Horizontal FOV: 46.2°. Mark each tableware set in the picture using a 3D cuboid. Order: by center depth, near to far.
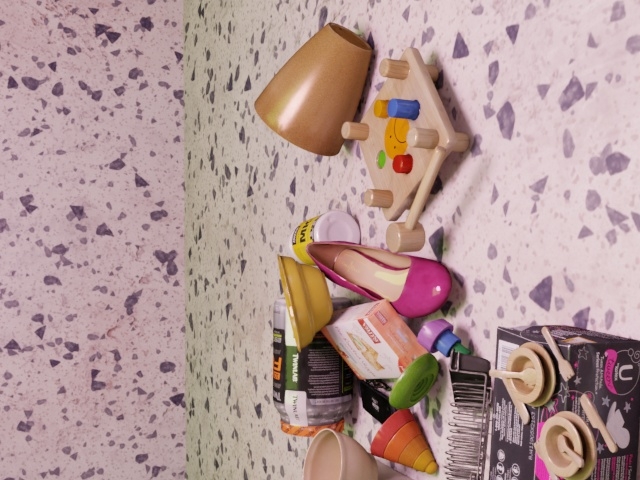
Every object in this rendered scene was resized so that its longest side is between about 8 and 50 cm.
[{"bbox_3d":[0.290,0.221,0.977,0.128,0.039,0.194,115,147,-41],"label":"tableware set"}]

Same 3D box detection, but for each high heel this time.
[{"bbox_3d":[0.107,0.067,1.516,0.377,0.181,0.127,-1,68,65],"label":"high heel"}]

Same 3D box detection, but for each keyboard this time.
[{"bbox_3d":[0.135,0.349,1.651,0.192,0.038,0.100,-166,68,-71],"label":"keyboard"}]

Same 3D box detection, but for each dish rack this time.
[{"bbox_3d":[0.238,0.334,1.207,0.208,0.074,0.272,66,-149,-57],"label":"dish rack"}]

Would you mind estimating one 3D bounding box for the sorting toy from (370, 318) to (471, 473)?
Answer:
[{"bbox_3d":[0.210,0.319,1.435,0.126,0.127,0.366,38,129,31],"label":"sorting toy"}]

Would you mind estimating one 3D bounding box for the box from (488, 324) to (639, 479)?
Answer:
[{"bbox_3d":[0.347,0.253,1.071,0.163,0.142,0.247,-172,85,-66],"label":"box"}]

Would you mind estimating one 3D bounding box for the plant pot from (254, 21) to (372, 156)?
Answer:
[{"bbox_3d":[0.007,-0.367,1.755,0.254,0.237,0.237,-56,39,27],"label":"plant pot"}]

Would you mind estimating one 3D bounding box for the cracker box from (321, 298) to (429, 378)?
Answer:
[{"bbox_3d":[0.108,0.213,1.573,0.156,0.067,0.232,51,153,-7],"label":"cracker box"}]

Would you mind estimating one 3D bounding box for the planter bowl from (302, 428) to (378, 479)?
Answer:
[{"bbox_3d":[0.048,0.474,1.526,0.162,0.109,0.162,-44,37,46],"label":"planter bowl"}]

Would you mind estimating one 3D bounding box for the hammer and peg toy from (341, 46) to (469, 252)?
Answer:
[{"bbox_3d":[0.179,-0.168,1.460,0.266,0.127,0.361,-57,40,46],"label":"hammer and peg toy"}]

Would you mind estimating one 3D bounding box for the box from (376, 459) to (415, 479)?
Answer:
[{"bbox_3d":[0.112,0.544,1.616,0.275,0.094,0.113,-178,90,-65],"label":"box"}]

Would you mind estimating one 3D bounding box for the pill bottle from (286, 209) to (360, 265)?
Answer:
[{"bbox_3d":[0.000,0.000,1.841,0.208,0.119,0.119,161,108,-63],"label":"pill bottle"}]

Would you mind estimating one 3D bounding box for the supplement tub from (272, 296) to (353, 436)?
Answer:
[{"bbox_3d":[-0.018,0.293,1.784,0.193,0.193,0.316,176,94,-65],"label":"supplement tub"}]

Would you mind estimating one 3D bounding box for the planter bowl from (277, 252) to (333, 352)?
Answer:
[{"bbox_3d":[-0.027,0.124,1.606,0.217,0.090,0.217,168,90,-83],"label":"planter bowl"}]
